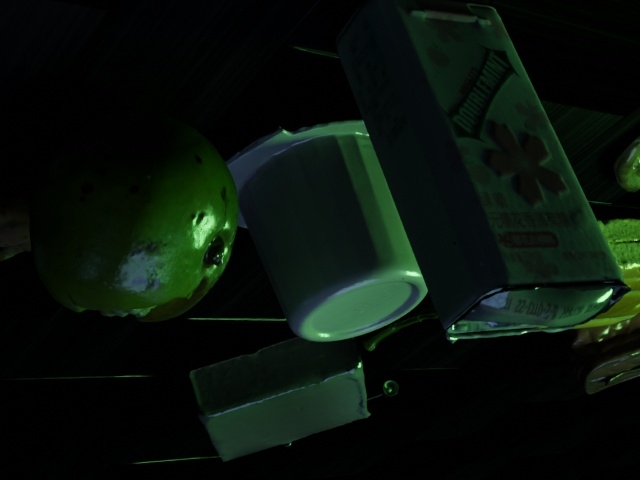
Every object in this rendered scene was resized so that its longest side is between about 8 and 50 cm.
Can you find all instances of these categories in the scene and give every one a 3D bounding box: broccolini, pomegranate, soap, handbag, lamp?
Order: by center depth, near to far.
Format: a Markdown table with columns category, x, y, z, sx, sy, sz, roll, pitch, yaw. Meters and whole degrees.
| category | x | y | z | sx | sy | sz | roll | pitch | yaw |
| --- | --- | --- | --- | --- | --- | --- | --- | --- | --- |
| pomegranate | -0.234 | -0.028 | 1.200 | 0.302 | 0.235 | 0.236 | 8 | 164 | 24 |
| broccolini | 0.168 | 0.135 | 1.947 | 0.239 | 0.054 | 0.051 | -30 | 166 | 28 |
| soap | -0.066 | 0.274 | 1.991 | 0.296 | 0.107 | 0.285 | -17 | 155 | -6 |
| lamp | 0.096 | 0.317 | 2.271 | 0.121 | 0.041 | 0.054 | -17 | 163 | -13 |
| handbag | 0.618 | 0.220 | 2.316 | 0.225 | 0.135 | 0.146 | -16 | 150 | -3 |

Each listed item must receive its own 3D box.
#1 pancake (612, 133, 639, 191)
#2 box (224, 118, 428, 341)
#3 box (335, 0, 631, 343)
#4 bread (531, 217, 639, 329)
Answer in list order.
| category | x | y | z | sx | sy | sz | roll | pitch | yaw |
| --- | --- | --- | --- | --- | --- | --- | --- | --- | --- |
| pancake | 0.541 | -0.143 | 1.670 | 0.235 | 0.029 | 0.212 | -16 | 153 | -9 |
| box | 0.000 | 0.000 | 1.380 | 0.291 | 0.206 | 0.262 | -9 | 152 | -25 |
| box | 0.157 | -0.076 | 1.150 | 0.190 | 0.369 | 0.112 | -1 | 150 | -30 |
| bread | 0.501 | 0.057 | 1.941 | 0.246 | 0.111 | 0.239 | -2 | 150 | -33 |
